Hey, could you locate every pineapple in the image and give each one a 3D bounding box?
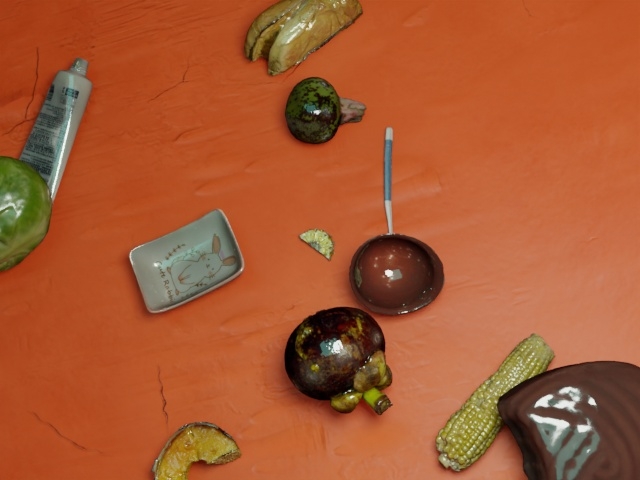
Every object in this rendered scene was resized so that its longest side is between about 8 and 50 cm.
[{"bbox_3d":[0.000,0.000,1.805,0.083,0.019,0.045,34,88,19],"label":"pineapple"}]

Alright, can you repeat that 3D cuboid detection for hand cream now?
[{"bbox_3d":[-0.576,-0.237,1.989,0.124,0.078,0.341,18,85,16],"label":"hand cream"}]

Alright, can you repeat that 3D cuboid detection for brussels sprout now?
[{"bbox_3d":[-0.668,-0.055,1.873,0.244,0.244,0.244,-4,72,11],"label":"brussels sprout"}]

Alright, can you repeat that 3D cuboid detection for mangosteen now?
[{"bbox_3d":[0.042,0.225,1.632,0.192,0.192,0.217,-34,73,0],"label":"mangosteen"}]

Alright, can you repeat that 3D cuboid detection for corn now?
[{"bbox_3d":[0.306,0.285,1.613,0.086,0.086,0.288,39,82,20],"label":"corn"}]

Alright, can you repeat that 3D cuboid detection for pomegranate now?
[{"bbox_3d":[0.002,-0.256,1.847,0.125,0.163,0.138,-42,45,38],"label":"pomegranate"}]

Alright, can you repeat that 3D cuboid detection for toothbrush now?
[{"bbox_3d":[0.131,-0.096,1.808,0.025,0.019,0.276,-5,72,19],"label":"toothbrush"}]

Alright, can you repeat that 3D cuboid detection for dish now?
[{"bbox_3d":[-0.256,0.050,1.813,0.212,0.077,0.151,-25,67,3],"label":"dish"}]

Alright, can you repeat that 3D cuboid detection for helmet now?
[{"bbox_3d":[0.142,0.052,1.708,0.175,0.106,0.155,1,103,3],"label":"helmet"}]

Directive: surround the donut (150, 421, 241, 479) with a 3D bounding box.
[{"bbox_3d":[-0.230,0.421,1.691,0.146,0.078,0.181,19,84,18],"label":"donut"}]

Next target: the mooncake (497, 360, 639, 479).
[{"bbox_3d":[0.438,0.350,1.484,0.333,0.174,0.326,24,80,0],"label":"mooncake"}]

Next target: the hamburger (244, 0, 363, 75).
[{"bbox_3d":[-0.047,-0.462,1.906,0.262,0.131,0.124,-39,69,-7],"label":"hamburger"}]
